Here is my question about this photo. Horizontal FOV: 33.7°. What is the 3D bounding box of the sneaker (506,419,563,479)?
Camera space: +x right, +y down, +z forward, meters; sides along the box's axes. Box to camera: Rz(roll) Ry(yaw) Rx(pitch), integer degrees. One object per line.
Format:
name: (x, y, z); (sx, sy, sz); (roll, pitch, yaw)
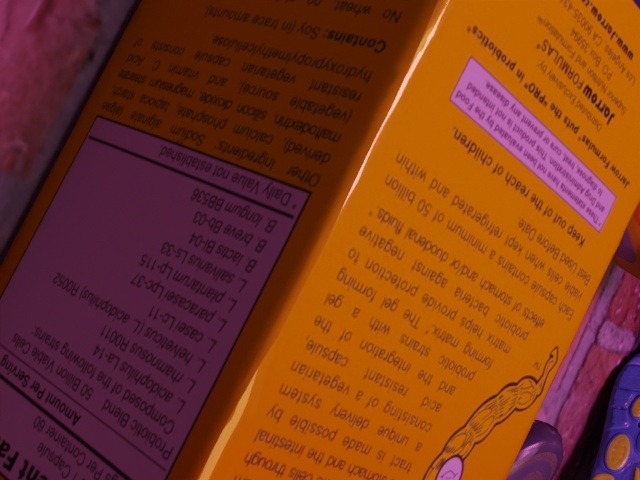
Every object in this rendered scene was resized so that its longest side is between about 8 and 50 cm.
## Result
sneaker: (0.107, 0.271, 0.762); (0.111, 0.121, 0.300); (35, 81, -45)

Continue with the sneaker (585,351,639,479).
sneaker: (0.271, 0.177, 0.927); (0.078, 0.067, 0.188); (84, 31, -71)

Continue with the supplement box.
supplement box: (0.000, 0.000, 0.509); (0.195, 0.194, 0.356); (31, 84, -44)

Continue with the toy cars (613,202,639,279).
toy cars: (0.299, 0.049, 0.851); (0.394, 0.087, 0.176); (50, 37, -31)
